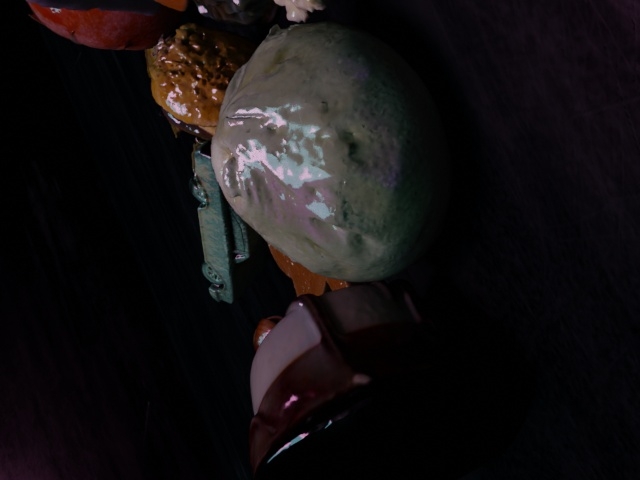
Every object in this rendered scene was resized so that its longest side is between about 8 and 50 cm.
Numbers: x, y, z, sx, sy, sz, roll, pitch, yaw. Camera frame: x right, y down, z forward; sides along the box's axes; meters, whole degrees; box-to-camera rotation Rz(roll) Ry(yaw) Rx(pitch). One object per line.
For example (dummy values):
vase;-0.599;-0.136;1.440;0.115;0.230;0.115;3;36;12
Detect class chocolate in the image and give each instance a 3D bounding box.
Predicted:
chocolate;0.044;0.155;0.866;0.284;0.283;0.186;97;160;-52

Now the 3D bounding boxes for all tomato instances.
tomato;-0.334;-0.427;1.275;0.265;0.264;0.265;53;154;39

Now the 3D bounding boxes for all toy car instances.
toy car;-0.129;-0.041;1.281;0.097;0.141;0.321;20;137;20

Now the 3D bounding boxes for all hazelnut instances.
hazelnut;-0.080;0.175;1.461;0.086;0.086;0.086;53;154;39

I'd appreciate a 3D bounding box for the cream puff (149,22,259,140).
cream puff;-0.135;-0.212;1.070;0.189;0.189;0.130;49;126;44

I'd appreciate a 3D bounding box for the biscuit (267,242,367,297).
biscuit;0.002;-0.002;1.102;0.205;0.049;0.324;61;159;21

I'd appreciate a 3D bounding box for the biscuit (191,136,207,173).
biscuit;-0.170;-0.081;1.492;0.274;0.036;0.187;63;160;19

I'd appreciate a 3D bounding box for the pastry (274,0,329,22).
pastry;-0.024;-0.343;0.774;0.121;0.089;0.259;-148;40;-66

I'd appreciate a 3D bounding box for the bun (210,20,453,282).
bun;-0.009;-0.071;0.816;0.283;0.179;0.283;36;145;31

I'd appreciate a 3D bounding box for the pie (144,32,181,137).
pie;-0.289;-0.336;1.504;0.283;0.068;0.128;68;159;7

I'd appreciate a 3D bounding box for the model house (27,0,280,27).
model house;-0.250;-0.407;0.947;0.360;0.339;0.297;67;158;5
